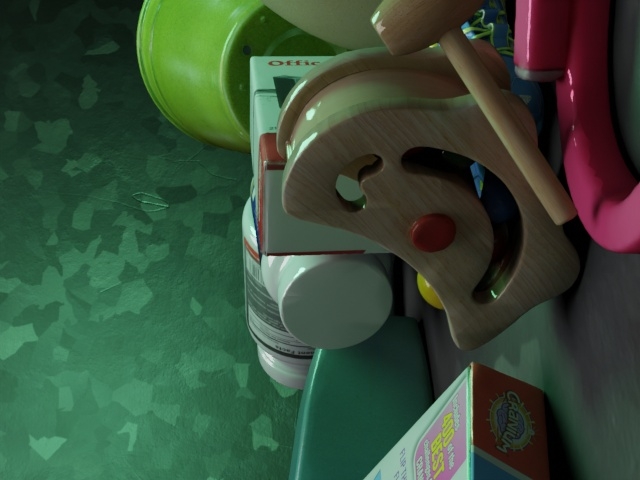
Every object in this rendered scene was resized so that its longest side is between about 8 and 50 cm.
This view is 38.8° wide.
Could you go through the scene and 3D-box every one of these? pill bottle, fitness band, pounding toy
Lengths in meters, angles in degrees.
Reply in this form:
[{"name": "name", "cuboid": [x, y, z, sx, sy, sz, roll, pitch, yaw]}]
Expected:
[{"name": "pill bottle", "cuboid": [-0.024, 0.078, 1.527, 0.362, 0.210, 0.210, 93, 172, -47]}, {"name": "fitness band", "cuboid": [0.152, -0.136, 0.434, 0.209, 0.054, 0.290, -107, 14, -67]}, {"name": "pill bottle", "cuboid": [0.000, 0.000, 1.085, 0.264, 0.153, 0.153, -104, 12, -56]}, {"name": "pounding toy", "cuboid": [0.062, -0.023, 0.546, 0.154, 0.154, 0.269, -98, -18, -50]}]

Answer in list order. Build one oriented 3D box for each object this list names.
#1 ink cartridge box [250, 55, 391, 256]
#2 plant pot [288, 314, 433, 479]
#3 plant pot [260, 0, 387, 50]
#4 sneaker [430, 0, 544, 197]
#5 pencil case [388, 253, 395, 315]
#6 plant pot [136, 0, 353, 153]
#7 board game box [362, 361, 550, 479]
[{"name": "ink cartridge box", "cuboid": [0.025, -0.104, 1.002, 0.272, 0.197, 0.114, -102, 13, -57]}, {"name": "plant pot", "cuboid": [0.054, 0.212, 1.116, 0.165, 0.166, 0.234, 107, 169, -74]}, {"name": "plant pot", "cuboid": [0.015, -0.344, 1.015, 0.284, 0.191, 0.284, 177, 90, -85]}, {"name": "sneaker", "cuboid": [0.125, -0.137, 0.673, 0.126, 0.091, 0.240, 18, 103, 54]}, {"name": "pencil case", "cuboid": [0.053, 0.130, 1.257, 0.124, 0.114, 0.273, -25, -67, -73]}, {"name": "plant pot", "cuboid": [-0.072, -0.279, 1.382, 0.353, 0.367, 0.366, -135, 41, -64]}, {"name": "board game box", "cuboid": [0.062, 0.279, 0.689, 0.242, 0.064, 0.316, -80, 17, -46]}]
